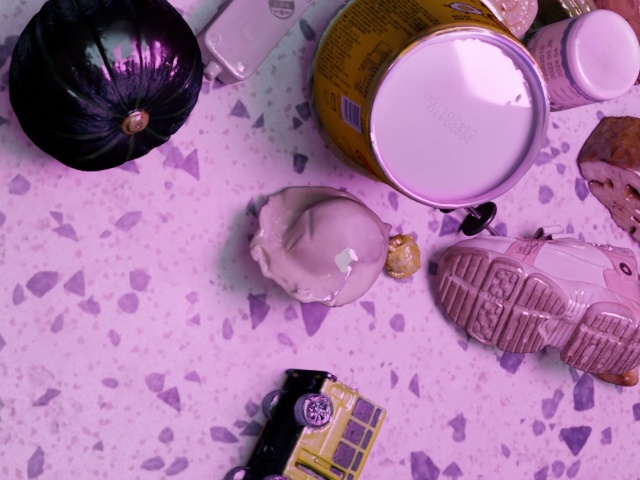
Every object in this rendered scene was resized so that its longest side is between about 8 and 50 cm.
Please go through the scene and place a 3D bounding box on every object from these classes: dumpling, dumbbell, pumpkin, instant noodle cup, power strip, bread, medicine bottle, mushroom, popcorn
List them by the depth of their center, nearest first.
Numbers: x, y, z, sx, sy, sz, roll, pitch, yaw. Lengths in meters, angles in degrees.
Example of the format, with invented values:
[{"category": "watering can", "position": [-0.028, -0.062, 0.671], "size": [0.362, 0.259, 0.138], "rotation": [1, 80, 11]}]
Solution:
[{"category": "pumpkin", "position": [-0.282, -0.228, 1.491], "size": [0.248, 0.248, 0.248], "rotation": [2, 87, -29]}, {"category": "instant noodle cup", "position": [0.158, -0.196, 1.635], "size": [0.325, 0.254, 0.326], "rotation": [-3, 109, -9]}, {"category": "dumpling", "position": [0.000, 0.000, 1.672], "size": [0.193, 0.147, 0.258], "rotation": [36, 40, 12]}, {"category": "power strip", "position": [-0.053, -0.368, 1.701], "size": [0.091, 0.062, 0.385], "rotation": [45, 67, -20]}, {"category": "popcorn", "position": [0.123, 0.026, 1.783], "size": [0.059, 0.068, 0.083], "rotation": [-28, 133, 4]}, {"category": "bread", "position": [0.240, -0.367, 1.821], "size": [0.134, 0.141, 0.148], "rotation": [-27, 99, -23]}, {"category": "medicine bottle", "position": [0.364, -0.267, 1.828], "size": [0.139, 0.237, 0.139], "rotation": [2, 86, -30]}, {"category": "dumbbell", "position": [0.229, -0.052, 1.838], "size": [0.147, 0.069, 0.069], "rotation": [43, 68, -21]}, {"category": "mushroom", "position": [0.540, 0.163, 2.001], "size": [0.209, 0.084, 0.071], "rotation": [-43, 128, -27]}]

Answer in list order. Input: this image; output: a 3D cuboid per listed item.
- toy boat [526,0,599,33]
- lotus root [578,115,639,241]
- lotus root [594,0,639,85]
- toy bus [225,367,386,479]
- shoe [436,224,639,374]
[{"category": "toy boat", "position": [0.384, -0.362, 1.917], "size": [0.084, 0.111, 0.276], "rotation": [-44, 107, -29]}, {"category": "lotus root", "position": [0.552, -0.100, 1.998], "size": [0.235, 0.138, 0.119], "rotation": [47, 57, -13]}, {"category": "lotus root", "position": [0.523, -0.388, 1.972], "size": [0.140, 0.154, 0.257], "rotation": [-19, 101, -34]}, {"category": "toy bus", "position": [-0.027, 0.321, 1.644], "size": [0.150, 0.128, 0.262], "rotation": [33, 72, -24]}, {"category": "shoe", "position": [0.350, 0.071, 1.858], "size": [0.351, 0.172, 0.198], "rotation": [24, 42, -8]}]
